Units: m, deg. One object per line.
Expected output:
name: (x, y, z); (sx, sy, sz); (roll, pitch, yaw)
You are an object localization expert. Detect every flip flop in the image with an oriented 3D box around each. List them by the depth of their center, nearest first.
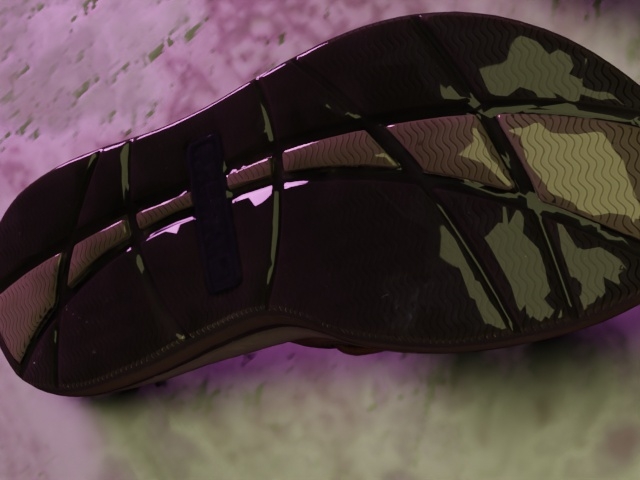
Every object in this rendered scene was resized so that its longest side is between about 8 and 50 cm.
flip flop: (0.000, 0.000, 0.566); (0.277, 0.080, 0.112); (-16, 72, 33)
